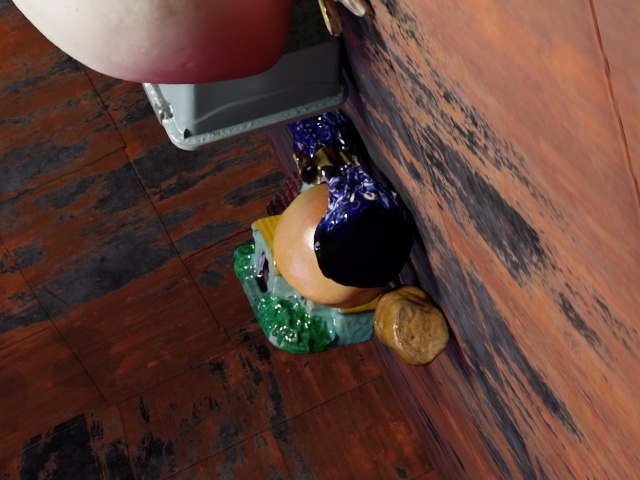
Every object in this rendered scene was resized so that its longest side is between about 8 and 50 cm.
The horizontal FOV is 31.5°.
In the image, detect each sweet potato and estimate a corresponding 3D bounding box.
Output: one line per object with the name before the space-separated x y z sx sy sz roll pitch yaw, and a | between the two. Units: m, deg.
sweet potato | 0.122 0.108 1.576 0.251 0.097 0.097 -101 -14 -79

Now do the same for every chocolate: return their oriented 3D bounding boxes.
chocolate | 0.021 -0.094 1.489 0.148 0.126 0.343 22 -148 -31

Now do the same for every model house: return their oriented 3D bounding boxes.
model house | 0.000 0.000 1.881 0.280 0.230 0.248 -122 31 -46

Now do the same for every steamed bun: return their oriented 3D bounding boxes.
steamed bun | -0.145 -0.276 1.108 0.309 0.309 0.309 154 90 -87

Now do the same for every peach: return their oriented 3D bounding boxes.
peach | 0.025 0.012 1.603 0.184 0.184 0.184 154 90 -87

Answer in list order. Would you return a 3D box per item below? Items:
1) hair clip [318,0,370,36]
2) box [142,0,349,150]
hair clip | -0.020 -0.284 1.011 0.213 0.056 0.062 64 -150 -6
box | -0.089 -0.210 1.298 0.130 0.227 0.162 97 151 -57
